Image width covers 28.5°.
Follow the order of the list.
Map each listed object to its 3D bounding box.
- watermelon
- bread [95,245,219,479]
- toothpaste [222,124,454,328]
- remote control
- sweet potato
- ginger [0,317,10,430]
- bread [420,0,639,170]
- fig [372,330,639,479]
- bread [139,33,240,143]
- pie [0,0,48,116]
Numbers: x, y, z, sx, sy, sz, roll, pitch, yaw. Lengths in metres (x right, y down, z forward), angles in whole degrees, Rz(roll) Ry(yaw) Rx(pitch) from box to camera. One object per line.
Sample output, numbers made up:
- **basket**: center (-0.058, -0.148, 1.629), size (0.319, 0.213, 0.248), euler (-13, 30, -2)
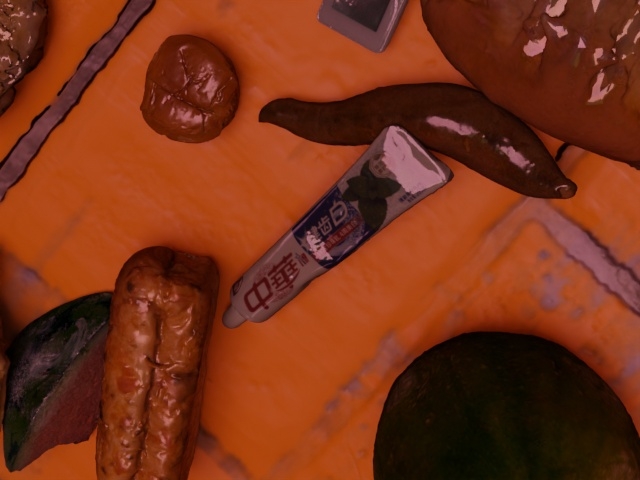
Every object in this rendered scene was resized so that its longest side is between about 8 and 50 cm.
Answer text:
- **watermelon**: center (-0.214, 0.101, 1.049), size (0.101, 0.080, 0.155), euler (48, 117, 37)
- **bread**: center (-0.132, 0.111, 0.995), size (0.083, 0.114, 0.211), euler (7, 105, -4)
- **toothpaste**: center (0.000, 0.000, 0.954), size (0.060, 0.038, 0.233), euler (45, 120, -6)
- **remote control**: center (0.055, -0.219, 0.907), size (0.061, 0.029, 0.162), euler (33, 113, 19)
- **sweet potato**: center (0.071, -0.087, 0.923), size (0.250, 0.059, 0.069), euler (14, 116, 16)
- **ginger**: center (-0.378, 0.095, 1.048), size (0.270, 0.123, 0.218), euler (3, 81, 23)
- **bread**: center (0.186, -0.148, 0.836), size (0.252, 0.133, 0.174), euler (30, 106, 7)
- **fig**: center (0.127, 0.182, 0.879), size (0.203, 0.235, 0.203), euler (3, 106, 10)
- **bread**: center (-0.099, -0.114, 0.965), size (0.083, 0.046, 0.081), euler (-42, 88, 21)
- **pie**: center (-0.375, -0.185, 0.999), size (0.308, 0.085, 0.308), euler (4, 104, 15)
